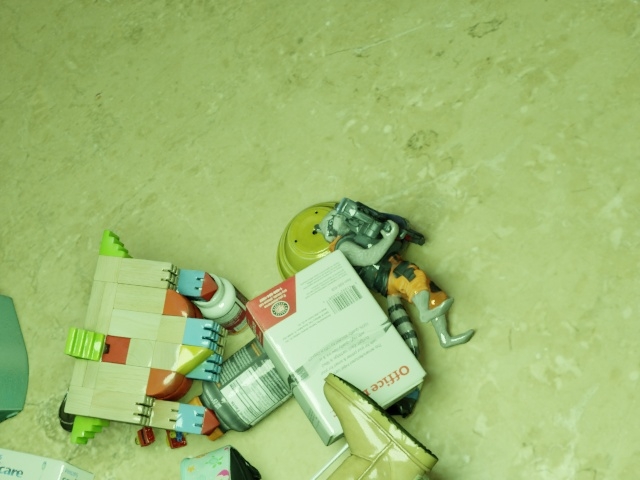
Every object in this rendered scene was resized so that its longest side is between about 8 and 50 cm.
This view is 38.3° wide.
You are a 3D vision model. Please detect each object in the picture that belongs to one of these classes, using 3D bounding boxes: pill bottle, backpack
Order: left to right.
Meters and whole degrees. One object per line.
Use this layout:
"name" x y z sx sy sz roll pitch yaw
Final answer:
"pill bottle" -0.194 0.122 1.796 0.086 0.152 0.086 -8 62 15
"backpack" -0.168 0.487 1.569 0.191 0.225 0.254 -15 57 6
"pill bottle" -0.129 0.266 1.716 0.245 0.130 0.130 -37 59 -1

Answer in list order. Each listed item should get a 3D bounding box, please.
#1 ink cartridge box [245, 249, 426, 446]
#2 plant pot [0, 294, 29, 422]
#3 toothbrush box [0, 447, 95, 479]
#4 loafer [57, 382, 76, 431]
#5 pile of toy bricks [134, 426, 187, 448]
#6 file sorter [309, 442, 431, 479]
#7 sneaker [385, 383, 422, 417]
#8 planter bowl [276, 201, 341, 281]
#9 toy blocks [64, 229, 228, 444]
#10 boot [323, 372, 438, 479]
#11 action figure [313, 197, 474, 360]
"ink cartridge box" 0.023 0.187 1.598 0.197 0.114 0.273 -30 72 -15
"plant pot" -0.739 0.268 1.869 0.247 0.247 0.252 -29 76 4
"toothbrush box" -0.581 0.549 1.738 0.206 0.122 0.283 5 67 21
"loafer" -0.467 0.277 1.857 0.080 0.078 0.220 18 72 26
"pile of toy bricks" -0.342 0.315 1.796 0.105 0.118 0.212 -39 62 43
"file sorter" 0.130 0.462 1.497 0.173 0.193 0.277 -45 59 -3
"sneaker" 0.101 0.275 1.674 0.152 0.058 0.085 13 61 17
"planter bowl" 0.000 0.000 1.826 0.217 0.090 0.217 -8 62 16
"toy blocks" -0.289 0.187 1.652 0.260 0.191 0.382 5 75 13
"boot" 0.017 0.372 1.424 0.236 0.089 0.269 39 89 31
"action figure" 0.104 0.048 1.647 0.178 0.341 0.330 -51 59 10
